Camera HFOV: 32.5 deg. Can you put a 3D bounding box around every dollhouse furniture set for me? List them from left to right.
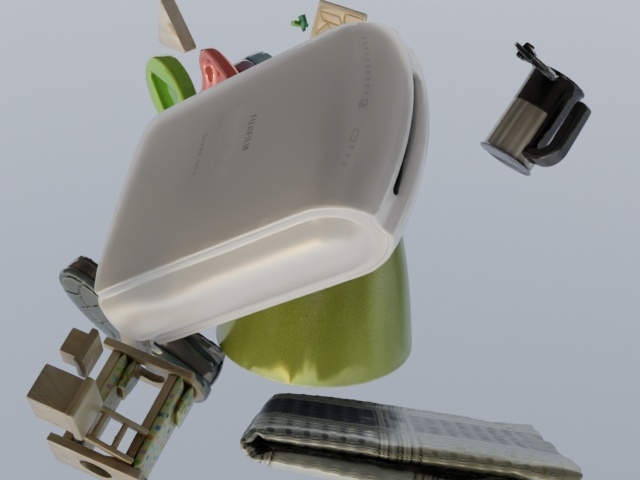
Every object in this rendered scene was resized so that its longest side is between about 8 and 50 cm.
[{"bbox_3d":[-0.157,0.109,0.972,0.101,0.161,0.182,21,-118,10],"label":"dollhouse furniture set"}]

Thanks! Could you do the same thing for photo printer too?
[{"bbox_3d":[-0.044,-0.057,0.987,0.307,0.107,0.256,-20,-138,30],"label":"photo printer"}]

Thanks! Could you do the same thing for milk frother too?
[{"bbox_3d":[0.272,-0.177,1.470,0.134,0.143,0.129,-56,-161,-1],"label":"milk frother"}]

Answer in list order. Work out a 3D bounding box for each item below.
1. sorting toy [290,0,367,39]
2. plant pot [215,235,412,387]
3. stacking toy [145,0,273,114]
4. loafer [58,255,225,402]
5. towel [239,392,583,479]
[{"bbox_3d":[0.008,-0.247,1.247,0.083,0.062,0.012,18,-132,1],"label":"sorting toy"},{"bbox_3d":[0.000,0.000,1.473,0.275,0.293,0.275,3,-156,-1],"label":"plant pot"},{"bbox_3d":[-0.143,-0.223,1.708,0.130,0.309,0.279,-25,-108,-26],"label":"stacking toy"},{"bbox_3d":[-0.231,0.105,1.452,0.096,0.267,0.084,-8,-139,49],"label":"loafer"},{"bbox_3d":[0.090,0.216,1.141,0.324,0.312,0.056,7,-92,2],"label":"towel"}]
